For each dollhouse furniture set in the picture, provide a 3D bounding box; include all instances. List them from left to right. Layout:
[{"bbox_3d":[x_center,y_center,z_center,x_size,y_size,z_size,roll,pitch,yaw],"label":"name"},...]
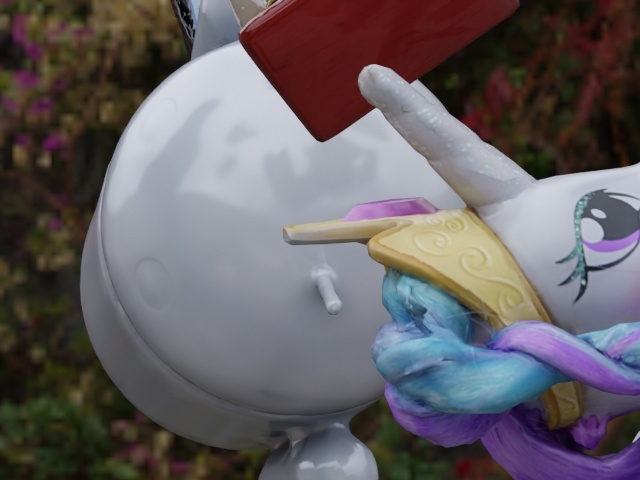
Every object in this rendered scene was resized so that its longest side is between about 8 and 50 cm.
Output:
[{"bbox_3d":[0.104,-0.201,0.737,0.374,0.152,0.201,-35,-57,7],"label":"dollhouse furniture set"}]

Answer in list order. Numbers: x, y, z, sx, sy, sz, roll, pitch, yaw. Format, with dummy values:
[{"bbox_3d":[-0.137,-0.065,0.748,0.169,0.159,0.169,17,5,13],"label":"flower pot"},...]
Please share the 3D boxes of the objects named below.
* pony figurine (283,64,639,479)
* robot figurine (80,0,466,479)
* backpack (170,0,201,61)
[{"bbox_3d":[0.200,0.070,0.621,0.363,0.351,0.303,-18,12,-6],"label":"pony figurine"},{"bbox_3d":[-0.026,0.006,1.091,0.200,0.300,0.353,-13,-9,-13],"label":"robot figurine"},{"bbox_3d":[-0.058,-0.157,1.365,0.084,0.114,0.105,-18,-30,-5],"label":"backpack"}]
